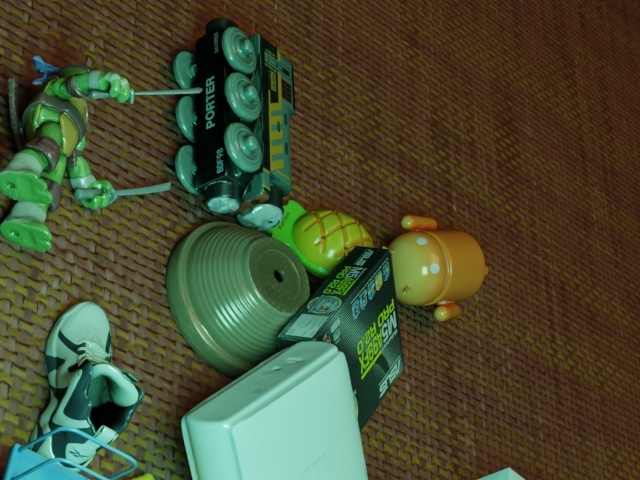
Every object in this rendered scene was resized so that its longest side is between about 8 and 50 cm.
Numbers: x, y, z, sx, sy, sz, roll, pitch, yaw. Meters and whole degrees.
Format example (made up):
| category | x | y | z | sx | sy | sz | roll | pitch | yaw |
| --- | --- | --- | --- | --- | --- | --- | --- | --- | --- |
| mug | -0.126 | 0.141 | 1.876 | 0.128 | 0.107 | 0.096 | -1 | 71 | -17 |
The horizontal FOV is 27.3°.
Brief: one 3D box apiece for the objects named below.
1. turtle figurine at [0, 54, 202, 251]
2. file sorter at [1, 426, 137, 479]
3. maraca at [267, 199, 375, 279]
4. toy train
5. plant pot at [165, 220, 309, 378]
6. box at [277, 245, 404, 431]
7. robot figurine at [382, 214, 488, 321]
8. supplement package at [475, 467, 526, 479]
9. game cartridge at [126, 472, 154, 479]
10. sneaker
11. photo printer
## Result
| category | x | y | z | sx | sy | sz | roll | pitch | yaw |
| --- | --- | --- | --- | --- | --- | --- | --- | --- | --- |
| turtle figurine | -0.291 | -0.112 | 1.692 | 0.275 | 0.198 | 0.266 | 40 | 46 | -19 |
| file sorter | -0.279 | 0.305 | 1.431 | 0.118 | 0.104 | 0.170 | 35 | 43 | -31 |
| maraca | 0.000 | 0.000 | 2.031 | 0.186 | 0.099 | 0.127 | 25 | 41 | -1 |
| toy train | -0.118 | -0.174 | 1.982 | 0.190 | 0.142 | 0.333 | 31 | 46 | -46 |
| plant pot | -0.095 | 0.069 | 1.865 | 0.237 | 0.110 | 0.237 | 27 | 47 | -34 |
| box | 0.037 | 0.163 | 1.909 | 0.270 | 0.060 | 0.216 | -47 | 135 | -51 |
| robot figurine | 0.188 | 0.046 | 2.181 | 0.219 | 0.128 | 0.158 | -2 | 106 | -49 |
| supplement package | 0.306 | 0.507 | 1.975 | 0.293 | 0.175 | 0.177 | 39 | 41 | -25 |
| game cartridge | -0.259 | 0.435 | 1.497 | 0.324 | 0.053 | 0.285 | -8 | 72 | -53 |
| sneaker | -0.263 | 0.159 | 1.579 | 0.094 | 0.153 | 0.235 | 39 | 43 | -28 |
| photo printer | -0.045 | 0.316 | 1.687 | 0.256 | 0.107 | 0.307 | -29 | 115 | -48 |
